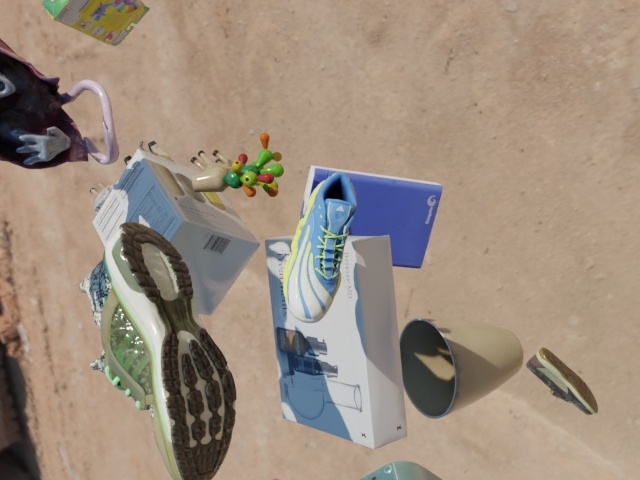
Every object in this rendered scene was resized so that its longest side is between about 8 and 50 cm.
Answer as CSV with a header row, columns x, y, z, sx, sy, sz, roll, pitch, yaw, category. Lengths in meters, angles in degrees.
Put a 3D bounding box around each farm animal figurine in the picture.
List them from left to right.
x,y,z,sx,sy,sz,roll,pitch,yaw,category
-0.347,-0.112,1.837,0.172,0.330,0.326,42,175,30,farm animal figurine

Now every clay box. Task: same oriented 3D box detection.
x,y,z,sx,sy,sz,roll,pitch,yaw,category
-0.479,-0.507,1.626,0.127,0.222,0.053,-43,76,13,clay box

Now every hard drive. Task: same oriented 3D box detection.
x,y,z,sx,sy,sz,roll,pitch,yaw,category
0.110,-0.048,1.721,0.040,0.319,0.210,-131,51,-62,hard drive

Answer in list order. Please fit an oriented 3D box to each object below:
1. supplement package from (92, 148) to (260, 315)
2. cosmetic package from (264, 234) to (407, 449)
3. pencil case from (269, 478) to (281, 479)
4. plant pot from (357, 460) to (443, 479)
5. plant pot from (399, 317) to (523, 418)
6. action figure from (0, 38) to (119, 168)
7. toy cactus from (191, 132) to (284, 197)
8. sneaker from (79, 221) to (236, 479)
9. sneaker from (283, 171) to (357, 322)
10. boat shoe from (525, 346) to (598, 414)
x,y,z,sx,sy,sz,roll,pitch,yaw,category
-0.301,-0.016,1.539,0.198,0.199,0.262,-54,47,16,supplement package
0.024,0.178,1.440,0.285,0.098,0.376,0,98,50,cosmetic package
-0.133,0.611,1.564,0.104,0.104,0.236,43,106,29,pencil case
0.234,0.805,2.239,0.252,0.247,0.247,49,-165,-32,plant pot
0.387,0.314,1.968,0.256,0.274,0.256,21,113,61,plant pot
-0.493,-0.248,1.225,0.370,0.276,0.247,-146,53,-66,action figure
-0.163,-0.135,1.474,0.219,0.181,0.112,-100,0,-67,toy cactus
-0.262,0.185,1.141,0.182,0.158,0.410,-33,66,27,sneaker
0.000,0.000,1.138,0.126,0.091,0.240,109,171,-67,sneaker
0.421,0.250,1.306,0.152,0.056,0.049,46,120,-5,boat shoe
